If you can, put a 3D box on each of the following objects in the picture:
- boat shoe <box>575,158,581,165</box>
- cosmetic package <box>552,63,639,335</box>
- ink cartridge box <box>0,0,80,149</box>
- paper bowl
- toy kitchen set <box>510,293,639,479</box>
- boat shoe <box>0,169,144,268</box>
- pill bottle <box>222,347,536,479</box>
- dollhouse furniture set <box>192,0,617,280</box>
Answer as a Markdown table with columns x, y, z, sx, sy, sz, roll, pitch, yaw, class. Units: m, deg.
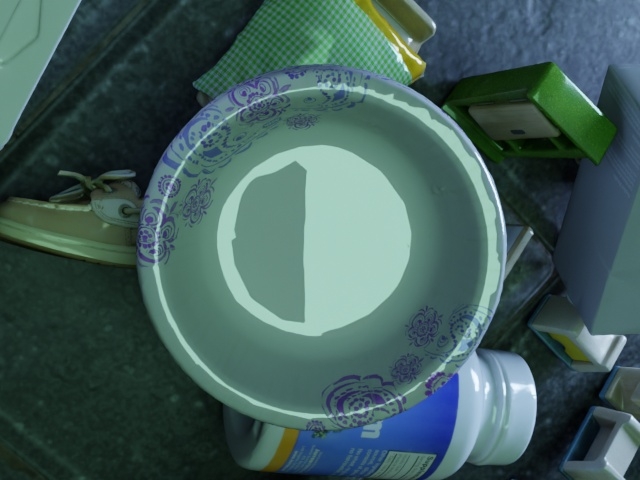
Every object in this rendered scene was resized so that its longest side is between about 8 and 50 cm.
| x | y | z | sx | sy | sz | roll | pitch | yaw | class |
| --- | --- | --- | --- | --- | --- | --- | --- | --- | --- |
| 0.271 | -0.095 | 1.341 | 0.049 | 0.056 | 0.152 | -40 | 125 | 22 | boat shoe |
| 0.304 | -0.036 | 1.278 | 0.107 | 0.127 | 0.238 | -3 | 130 | -11 | cosmetic package |
| -0.239 | -0.220 | 0.975 | 0.115 | 0.273 | 0.198 | 22 | 116 | -23 | ink cartridge box |
| 0.000 | 0.000 | 1.095 | 0.284 | 0.148 | 0.284 | 0 | 98 | -1 | paper bowl |
| 0.232 | 0.185 | 1.383 | 0.166 | 0.122 | 0.207 | 44 | 67 | -24 | toy kitchen set |
| -0.149 | -0.022 | 1.187 | 0.285 | 0.105 | 0.089 | 4 | 94 | -33 | boat shoe |
| 0.057 | 0.146 | 1.269 | 0.272 | 0.152 | 0.152 | 7 | 102 | -21 | pill bottle |
| 0.075 | -0.112 | 1.186 | 0.301 | 0.151 | 0.197 | 40 | 75 | -24 | dollhouse furniture set |
